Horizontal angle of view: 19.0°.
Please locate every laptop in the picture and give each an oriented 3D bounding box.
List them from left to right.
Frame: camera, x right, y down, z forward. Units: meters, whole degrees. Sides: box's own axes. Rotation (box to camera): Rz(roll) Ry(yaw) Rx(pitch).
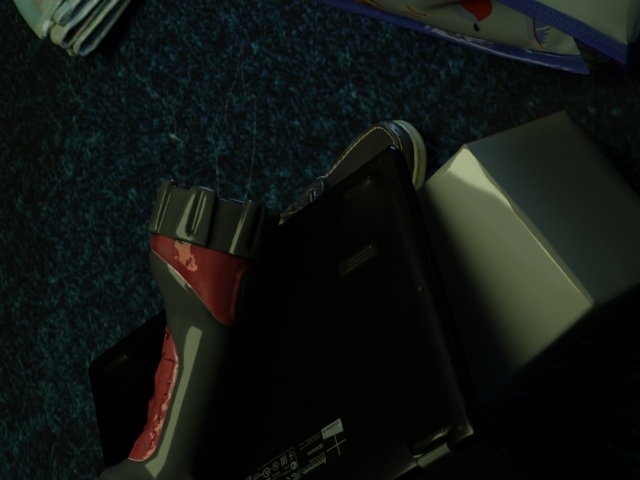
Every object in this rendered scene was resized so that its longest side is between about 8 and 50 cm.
[{"bbox_3d":[0.044,0.212,1.568,0.382,0.236,0.408,-35,54,31],"label":"laptop"}]

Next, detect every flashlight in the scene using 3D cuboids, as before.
[{"bbox_3d":[-0.120,0.107,1.525,0.103,0.103,0.304,-165,93,-72],"label":"flashlight"}]

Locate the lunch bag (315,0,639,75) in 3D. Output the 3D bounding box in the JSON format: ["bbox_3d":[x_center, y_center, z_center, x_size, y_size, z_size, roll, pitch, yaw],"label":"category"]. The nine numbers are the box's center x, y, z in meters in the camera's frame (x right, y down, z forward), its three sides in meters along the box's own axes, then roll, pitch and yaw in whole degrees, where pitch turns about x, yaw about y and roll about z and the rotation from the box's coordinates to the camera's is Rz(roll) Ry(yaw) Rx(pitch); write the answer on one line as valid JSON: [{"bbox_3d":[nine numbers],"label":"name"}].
[{"bbox_3d":[0.152,-0.346,1.683,0.385,0.239,0.327,21,84,19],"label":"lunch bag"}]

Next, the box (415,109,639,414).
[{"bbox_3d":[0.105,0.071,1.637,0.345,0.215,0.168,-44,78,29],"label":"box"}]

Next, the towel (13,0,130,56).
[{"bbox_3d":[-0.284,-0.437,2.296,0.320,0.090,0.374,-51,49,19],"label":"towel"}]

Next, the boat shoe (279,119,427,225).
[{"bbox_3d":[0.000,0.000,1.882,0.285,0.092,0.103,-54,50,23],"label":"boat shoe"}]
